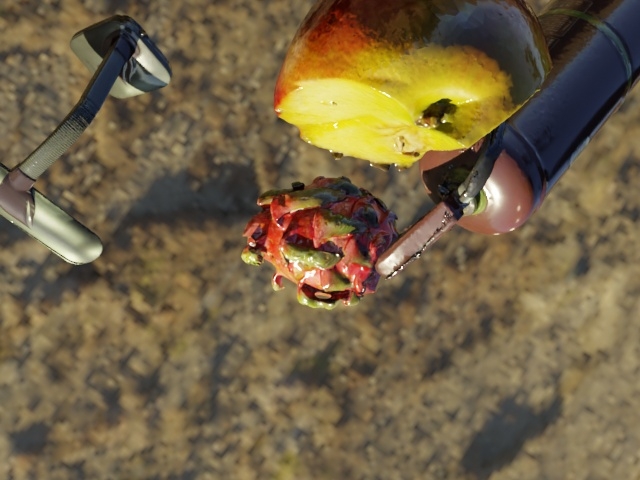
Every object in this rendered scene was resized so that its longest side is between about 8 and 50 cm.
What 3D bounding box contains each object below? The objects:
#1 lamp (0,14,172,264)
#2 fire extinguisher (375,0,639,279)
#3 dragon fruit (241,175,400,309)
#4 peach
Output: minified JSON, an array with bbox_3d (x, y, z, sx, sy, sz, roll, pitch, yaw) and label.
[{"bbox_3d":[-0.284,-0.122,2.099,0.203,0.124,0.283,48,61,-31],"label":"lamp"},{"bbox_3d":[0.151,-0.094,1.228,0.341,0.105,0.141,-46,175,-39],"label":"fire extinguisher"},{"bbox_3d":[0.000,0.000,1.976,0.166,0.172,0.160,102,13,-54],"label":"dragon fruit"},{"bbox_3d":[0.055,-0.099,0.861,0.151,0.151,0.118,23,71,-65],"label":"peach"}]
